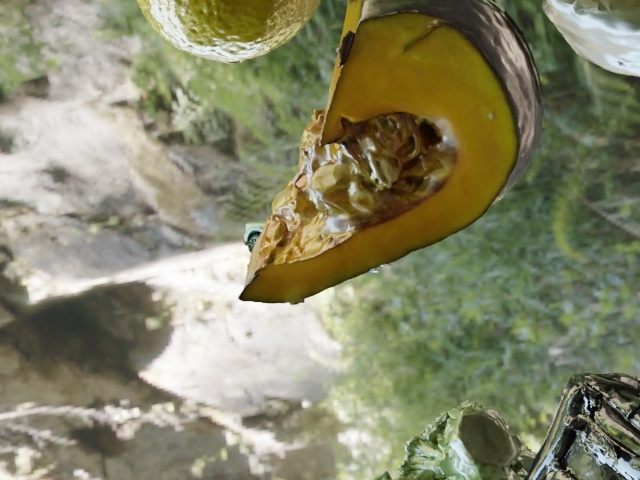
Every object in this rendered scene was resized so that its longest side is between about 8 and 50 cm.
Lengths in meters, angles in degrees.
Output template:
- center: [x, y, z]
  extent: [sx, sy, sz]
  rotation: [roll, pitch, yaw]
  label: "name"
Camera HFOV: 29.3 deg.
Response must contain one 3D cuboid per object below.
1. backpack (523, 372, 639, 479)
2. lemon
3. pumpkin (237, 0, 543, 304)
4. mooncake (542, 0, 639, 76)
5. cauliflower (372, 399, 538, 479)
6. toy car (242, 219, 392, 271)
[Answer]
- center: [0.309, 0.249, 1.245]
  extent: [0.206, 0.133, 0.258]
  rotation: [-65, 28, 13]
  label: "backpack"
- center: [-0.120, -0.374, 1.611]
  extent: [0.293, 0.293, 0.293]
  rotation: [-11, -90, -74]
  label: "lemon"
- center: [0.027, -0.086, 0.922]
  extent: [0.190, 0.281, 0.139]
  rotation: [62, -165, -21]
  label: "pumpkin"
- center: [0.395, -0.389, 1.354]
  extent: [0.246, 0.394, 0.393]
  rotation: [21, -145, -56]
  label: "mooncake"
- center: [0.193, 0.307, 1.498]
  extent: [0.275, 0.272, 0.250]
  rotation: [39, 140, 40]
  label: "cauliflower"
- center: [0.000, 0.000, 1.339]
  extent: [0.093, 0.186, 0.058]
  rotation: [7, -89, -50]
  label: "toy car"
